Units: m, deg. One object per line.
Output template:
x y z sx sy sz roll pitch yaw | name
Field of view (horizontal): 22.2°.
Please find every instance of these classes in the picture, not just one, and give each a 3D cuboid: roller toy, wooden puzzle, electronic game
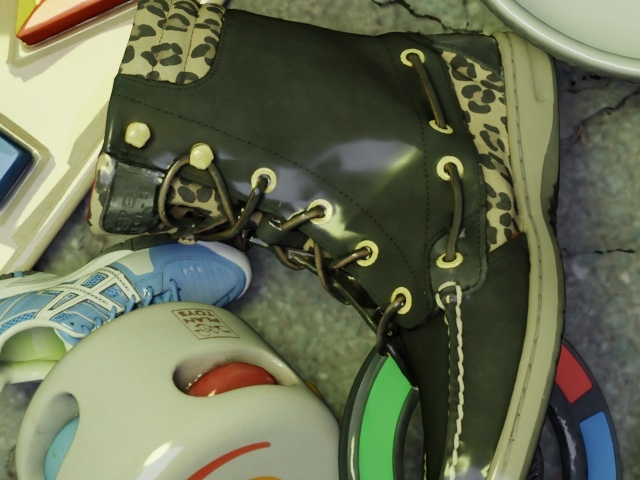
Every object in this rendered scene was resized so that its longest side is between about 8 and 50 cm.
-0.092 0.142 1.069 0.209 0.191 0.146 -38 48 -10 | roller toy
-0.271 -0.158 1.121 0.322 0.080 0.348 36 95 0 | wooden puzzle
0.110 0.151 1.085 0.229 0.048 0.229 7 75 -31 | electronic game

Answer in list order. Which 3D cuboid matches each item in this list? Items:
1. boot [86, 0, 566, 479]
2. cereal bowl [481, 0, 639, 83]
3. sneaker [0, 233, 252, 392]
0.000 0.000 1.000 0.284 0.138 0.377 11 57 -6 | boot
0.226 -0.261 1.052 0.339 0.141 0.339 0 89 1 | cereal bowl
-0.145 0.055 1.110 0.211 0.081 0.080 -18 125 -4 | sneaker
